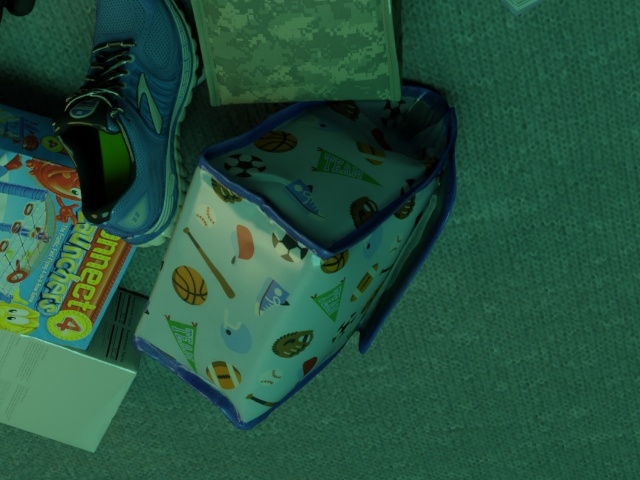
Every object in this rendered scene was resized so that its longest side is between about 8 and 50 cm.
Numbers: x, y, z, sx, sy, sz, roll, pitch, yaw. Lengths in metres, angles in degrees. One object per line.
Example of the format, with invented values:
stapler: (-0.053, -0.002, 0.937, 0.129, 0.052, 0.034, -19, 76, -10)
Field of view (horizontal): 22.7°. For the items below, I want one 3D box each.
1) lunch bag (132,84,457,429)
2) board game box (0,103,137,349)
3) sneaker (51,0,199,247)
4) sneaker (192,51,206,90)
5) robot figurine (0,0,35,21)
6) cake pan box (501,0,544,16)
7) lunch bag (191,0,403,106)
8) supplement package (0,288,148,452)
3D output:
lunch bag: (0.000, 0.000, 1.953, 0.239, 0.385, 0.327, 38, 130, 13)
board game box: (-0.393, -0.021, 2.033, 0.302, 0.086, 0.308, 15, 130, -18)
sneaker: (-0.231, -0.163, 1.869, 0.130, 0.329, 0.147, -10, 167, 31)
sneaker: (-0.213, -0.175, 2.009, 0.211, 0.080, 0.081, -26, 134, 34)
robot figurine: (-0.446, -0.315, 1.837, 0.209, 0.173, 0.278, 25, 130, 6)
cake pan box: (0.254, -0.380, 1.749, 0.246, 0.070, 0.267, -26, 142, 28)
lunch bag: (-0.029, -0.306, 1.813, 0.235, 0.169, 0.287, -2, 135, 6)
supplement package: (-0.373, 0.161, 2.254, 0.203, 0.149, 0.194, 21, 130, -13)
